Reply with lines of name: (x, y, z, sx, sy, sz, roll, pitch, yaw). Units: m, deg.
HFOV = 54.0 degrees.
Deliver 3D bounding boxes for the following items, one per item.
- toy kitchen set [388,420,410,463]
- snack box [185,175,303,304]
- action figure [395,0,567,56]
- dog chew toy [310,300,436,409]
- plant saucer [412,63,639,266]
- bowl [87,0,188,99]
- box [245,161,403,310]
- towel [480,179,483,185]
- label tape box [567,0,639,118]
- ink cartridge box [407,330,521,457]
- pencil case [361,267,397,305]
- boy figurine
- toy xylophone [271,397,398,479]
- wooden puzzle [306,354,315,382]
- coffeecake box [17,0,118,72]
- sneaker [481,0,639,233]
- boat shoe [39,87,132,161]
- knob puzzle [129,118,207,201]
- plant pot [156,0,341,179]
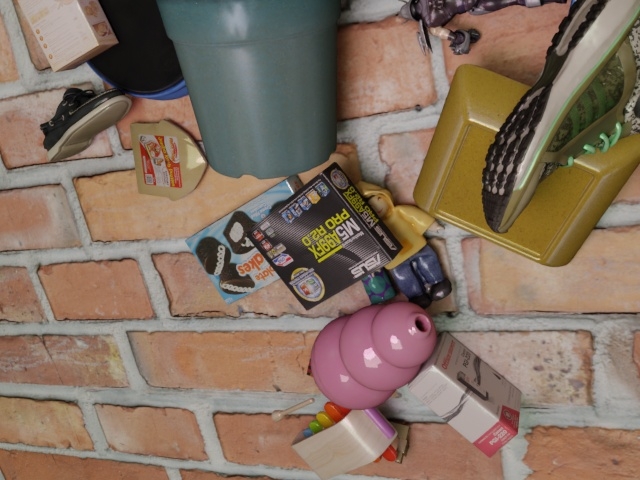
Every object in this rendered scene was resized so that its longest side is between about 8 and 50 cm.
toy kitchen set: (0.170, 0.481, 1.495, 0.075, 0.083, 0.068, 10, 156, 19)
snack box: (-0.137, 0.004, 1.426, 0.322, 0.060, 0.187, -28, 99, 29)
action figure: (0.262, -0.415, 1.068, 0.285, 0.099, 0.185, -4, 117, 28)
dog chew toy: (0.117, 0.225, 1.293, 0.206, 0.206, 0.332, 46, 141, 0)
plant saucer: (0.338, -0.101, 1.107, 0.333, 0.081, 0.332, 26, 140, 12)
bowl: (-0.371, -0.486, 1.312, 0.392, 0.077, 0.390, 9, 114, 20)
box: (0.000, 0.000, 1.267, 0.270, 0.060, 0.216, -34, 95, 42)
towel: (0.316, -0.099, 1.053, 0.083, 0.009, 0.060, 25, 141, 12)
label tape box: (0.559, -0.297, 0.977, 0.348, 0.115, 0.249, 15, 117, 19)
ink cartridge box: (0.304, 0.315, 1.312, 0.218, 0.158, 0.092, 38, 117, 4)
pencil case: (0.103, 0.065, 1.348, 0.151, 0.065, 0.070, 61, 155, -8)
boy figurine: (0.163, -0.003, 1.273, 0.177, 0.092, 0.285, -29, 103, 10)
toy xylophone: (0.024, 0.455, 1.485, 0.236, 0.081, 0.323, 53, 137, -5)
wooden puzzle: (-0.007, 0.315, 1.532, 0.049, 0.006, 0.083, 19, 117, 15)
coffeecake box: (-0.529, -0.467, 1.302, 0.142, 0.068, 0.185, -18, 104, 28)
sneaker: (0.390, -0.174, 0.920, 0.182, 0.158, 0.410, 27, 103, -6)
boat shoe: (-0.549, -0.288, 1.431, 0.340, 0.127, 0.113, -20, 94, 49)
knob puzzle: (-0.343, -0.185, 1.452, 0.213, 0.030, 0.213, 8, 113, 20)
plant pot: (-0.108, -0.311, 1.150, 0.342, 0.341, 0.333, 6, 122, 21)
